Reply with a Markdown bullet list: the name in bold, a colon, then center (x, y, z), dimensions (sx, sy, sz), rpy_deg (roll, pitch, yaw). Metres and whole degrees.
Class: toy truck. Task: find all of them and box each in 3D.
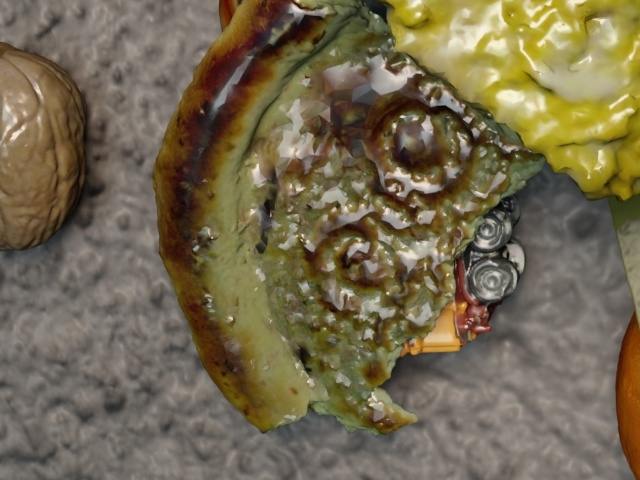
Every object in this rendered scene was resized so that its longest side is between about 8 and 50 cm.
- **toy truck**: center (0.111, -0.038, 0.952), dimensions (0.135, 0.114, 0.270), rpy_deg (-4, 101, 17)

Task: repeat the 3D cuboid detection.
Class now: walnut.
- **walnut**: center (-0.328, -0.090, 1.084), dimensions (0.178, 0.178, 0.230), rpy_deg (17, 118, 17)

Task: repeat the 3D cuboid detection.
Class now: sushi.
- **sushi**: center (0.143, -0.235, 0.745), dimensions (0.351, 0.396, 0.240), rpy_deg (33, 112, -8)

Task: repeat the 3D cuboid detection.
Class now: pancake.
- **pancake**: center (-0.005, -0.003, 0.885), dimensions (0.304, 0.067, 0.427), rpy_deg (25, 114, 3)

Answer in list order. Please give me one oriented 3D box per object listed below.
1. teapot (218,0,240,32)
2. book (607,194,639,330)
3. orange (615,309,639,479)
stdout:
- **teapot**: center (-0.033, -0.137, 0.988), dimensions (0.178, 0.135, 0.252), rpy_deg (-27, 74, 54)
- **book**: center (0.331, -0.046, 0.763), dimensions (0.239, 0.352, 0.035), rpy_deg (-24, 130, 23)
- **orange**: center (0.366, 0.122, 0.799), dimensions (0.284, 0.226, 0.284), rpy_deg (-10, 78, 55)
